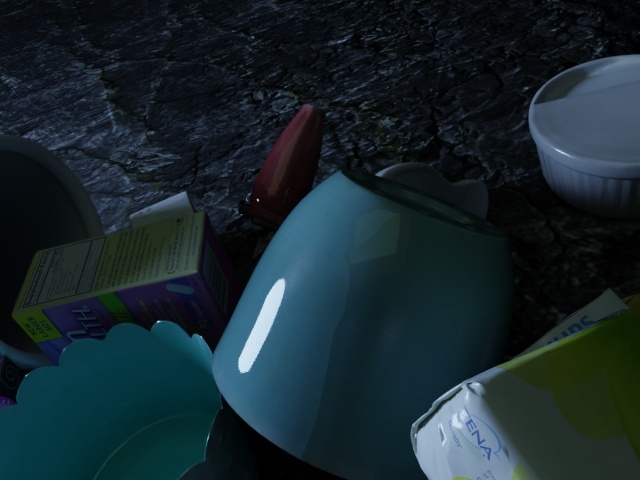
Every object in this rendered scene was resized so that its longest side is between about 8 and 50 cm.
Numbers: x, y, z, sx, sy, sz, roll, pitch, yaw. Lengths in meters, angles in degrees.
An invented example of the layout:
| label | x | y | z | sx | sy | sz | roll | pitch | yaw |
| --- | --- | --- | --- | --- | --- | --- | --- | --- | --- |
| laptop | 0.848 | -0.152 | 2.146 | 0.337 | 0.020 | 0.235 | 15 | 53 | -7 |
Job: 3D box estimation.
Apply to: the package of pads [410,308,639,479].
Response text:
| label | x | y | z | sx | sy | sz | roll | pitch | yaw |
| --- | --- | --- | --- | --- | --- | --- | --- | --- | --- |
| package of pads | 0.224 | 0.210 | 0.448 | 0.229 | 0.101 | 0.296 | -11 | 57 | -36 |

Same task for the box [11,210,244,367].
| label | x | y | z | sx | sy | sz | roll | pitch | yaw |
| --- | --- | --- | --- | --- | --- | --- | --- | --- | --- |
| box | -0.231 | 0.100 | 0.863 | 0.243 | 0.214 | 0.117 | -12 | 41 | 7 |

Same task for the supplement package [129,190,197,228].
| label | x | y | z | sx | sy | sz | roll | pitch | yaw |
| --- | --- | --- | --- | --- | --- | --- | --- | --- | --- |
| supplement package | -0.224 | 0.024 | 1.025 | 0.105 | 0.105 | 0.179 | -24 | 42 | -5 |

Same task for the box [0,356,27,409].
| label | x | y | z | sx | sy | sz | roll | pitch | yaw |
| --- | --- | --- | --- | --- | --- | --- | --- | --- | --- |
| box | -0.407 | 0.296 | 0.759 | 0.142 | 0.163 | 0.247 | -19 | 41 | 6 |

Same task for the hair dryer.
| label | x | y | z | sx | sy | sz | roll | pitch | yaw |
| --- | --- | --- | --- | --- | --- | --- | --- | --- | --- |
| hair dryer | -0.084 | -0.082 | 0.982 | 0.293 | 0.080 | 0.224 | -51 | 30 | 28 |

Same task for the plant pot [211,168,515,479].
| label | x | y | z | sx | sy | sz | roll | pitch | yaw |
| --- | --- | --- | --- | --- | --- | --- | --- | --- | --- |
| plant pot | 0.064 | 0.065 | 0.672 | 0.293 | 0.235 | 0.293 | 20 | 14 | -5 |

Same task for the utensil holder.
| label | x | y | z | sx | sy | sz | roll | pitch | yaw |
| --- | --- | --- | --- | --- | --- | --- | --- | --- | --- |
| utensil holder | -0.567 | 0.052 | 0.943 | 0.385 | 0.328 | 0.328 | -13 | 41 | 16 |

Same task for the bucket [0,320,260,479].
| label | x | y | z | sx | sy | sz | roll | pitch | yaw |
| --- | --- | --- | --- | --- | --- | --- | --- | --- | --- |
| bucket | -0.209 | 0.248 | 0.721 | 0.281 | 0.183 | 0.281 | -10 | 42 | 9 |

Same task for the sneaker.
| label | x | y | z | sx | sy | sz | roll | pitch | yaw |
| --- | --- | --- | --- | --- | --- | --- | --- | --- | --- |
| sneaker | 0.112 | -0.052 | 0.910 | 0.146 | 0.105 | 0.295 | 4 | 4 | 37 |

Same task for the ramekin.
| label | x | y | z | sx | sy | sz | roll | pitch | yaw |
| --- | --- | --- | --- | --- | --- | --- | --- | --- | --- |
| ramekin | 0.445 | -0.147 | 0.940 | 0.272 | 0.127 | 0.273 | -11 | 43 | 10 |

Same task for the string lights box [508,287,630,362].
| label | x | y | z | sx | sy | sz | roll | pitch | yaw |
| --- | --- | --- | --- | --- | --- | --- | --- | --- | --- |
| string lights box | 0.305 | 0.188 | 0.602 | 0.133 | 0.077 | 0.260 | -31 | 65 | -13 |

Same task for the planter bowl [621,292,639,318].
| label | x | y | z | sx | sy | sz | roll | pitch | yaw |
| --- | --- | --- | --- | --- | --- | --- | --- | --- | --- |
| planter bowl | 0.390 | 0.116 | 0.707 | 0.217 | 0.090 | 0.217 | -11 | 42 | 10 |
